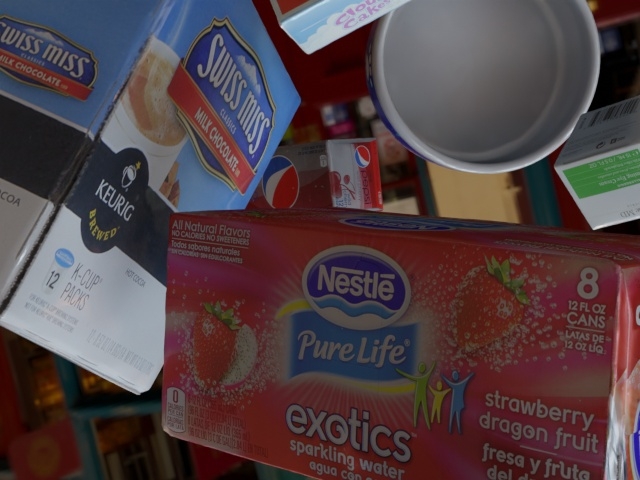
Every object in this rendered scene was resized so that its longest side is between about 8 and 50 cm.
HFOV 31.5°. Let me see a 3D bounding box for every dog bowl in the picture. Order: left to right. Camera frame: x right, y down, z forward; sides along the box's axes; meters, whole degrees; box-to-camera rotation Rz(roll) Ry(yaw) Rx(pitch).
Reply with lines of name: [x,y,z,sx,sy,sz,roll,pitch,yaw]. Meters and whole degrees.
dog bowl: [0.188,-0.212,1.348,0.265,0.264,0.104,-14,-174,-5]

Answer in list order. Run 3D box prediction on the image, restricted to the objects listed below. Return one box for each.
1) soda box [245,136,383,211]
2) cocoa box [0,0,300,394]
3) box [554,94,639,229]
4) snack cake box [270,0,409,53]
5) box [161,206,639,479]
soda box: [-0.047,-0.067,1.371,0.083,0.092,0.263,-8,-176,-42]
cocoa box: [-0.227,-0.096,0.683,0.347,0.227,0.231,24,168,17]
box: [0.308,-0.081,1.134,0.101,0.087,0.102,-17,-152,43]
snack cake box: [0.063,-0.319,1.131,0.264,0.152,0.089,-26,162,12]
box: [0.054,0.051,0.553,0.257,0.122,0.128,7,-173,40]
